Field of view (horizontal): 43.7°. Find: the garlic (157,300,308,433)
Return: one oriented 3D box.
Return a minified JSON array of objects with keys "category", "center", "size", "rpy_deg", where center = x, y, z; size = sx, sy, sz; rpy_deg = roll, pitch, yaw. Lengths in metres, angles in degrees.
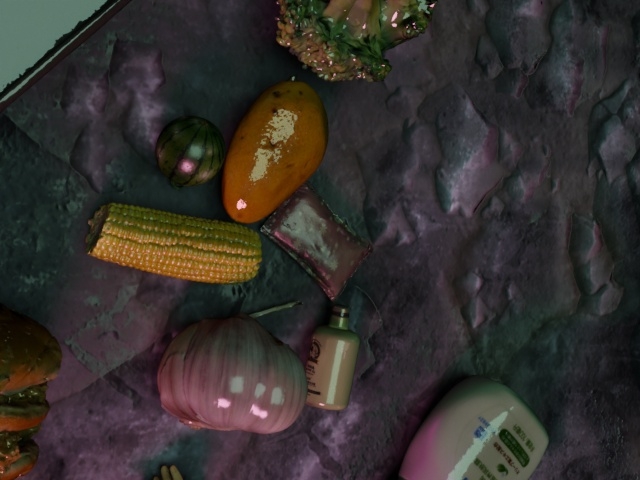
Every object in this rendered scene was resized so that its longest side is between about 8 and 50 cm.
[{"category":"garlic","center":[-0.109,0.197,1.176],"size":[0.257,0.207,0.207],"rpy_deg":[-37,115,-58]}]

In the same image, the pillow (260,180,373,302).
[{"category":"pillow","center":[0.000,0.000,1.252],"size":[0.185,0.043,0.118],"rpy_deg":[44,77,-24]}]

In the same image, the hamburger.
[{"category":"hamburger","center":[-0.445,0.173,0.931],"size":[0.261,0.245,0.211],"rpy_deg":[17,88,-8]}]

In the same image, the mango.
[{"category":"mango","center":[-0.066,-0.123,1.163],"size":[0.147,0.109,0.227],"rpy_deg":[36,78,-51]}]

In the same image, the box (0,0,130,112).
[{"category":"box","center":[-0.416,-0.234,0.890],"size":[0.345,0.251,0.204],"rpy_deg":[-48,114,-16]}]

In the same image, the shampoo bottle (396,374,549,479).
[{"category":"shampoo bottle","center":[0.221,0.408,1.350],"size":[0.349,0.151,0.221],"rpy_deg":[-45,115,-16]}]

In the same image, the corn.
[{"category":"corn","center":[-0.199,0.007,1.120],"size":[0.244,0.093,0.093],"rpy_deg":[10,90,-28]}]

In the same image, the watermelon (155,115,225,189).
[{"category":"watermelon","center":[-0.185,-0.121,1.113],"size":[0.109,0.109,0.108],"rpy_deg":[-3,96,-28]}]

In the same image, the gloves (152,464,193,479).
[{"category":"gloves","center":[-0.220,0.408,1.152],"size":[0.111,0.094,0.144],"rpy_deg":[-18,111,-14]}]

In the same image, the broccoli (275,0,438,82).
[{"category":"broccoli","center":[0.045,-0.373,1.145],"size":[0.260,0.236,0.287],"rpy_deg":[2,85,-62]}]

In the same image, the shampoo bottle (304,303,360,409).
[{"category":"shampoo bottle","center":[0.019,0.181,1.260],"size":[0.079,0.079,0.161],"rpy_deg":[11,90,-28]}]
